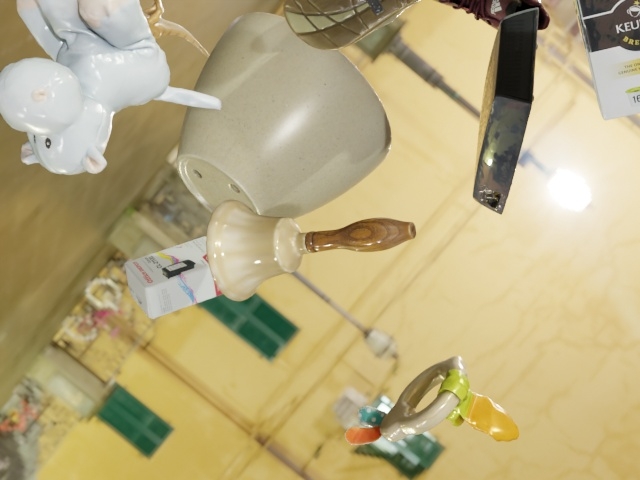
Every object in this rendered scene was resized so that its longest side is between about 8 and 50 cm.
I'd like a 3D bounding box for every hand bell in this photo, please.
[{"bbox_3d":[0.000,0.000,1.254,0.242,0.126,0.126,-7,-153,28],"label":"hand bell"}]

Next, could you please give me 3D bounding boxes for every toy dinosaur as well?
[{"bbox_3d":[-0.277,-0.358,1.770,0.212,0.064,0.112,-14,120,-41],"label":"toy dinosaur"}]

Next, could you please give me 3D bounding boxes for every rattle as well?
[{"bbox_3d":[0.156,0.267,1.525,0.200,0.143,0.130,-42,-149,18],"label":"rattle"}]

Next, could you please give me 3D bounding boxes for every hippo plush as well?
[{"bbox_3d":[-0.340,-0.209,1.444,0.236,0.234,0.294,-59,142,-21],"label":"hippo plush"}]

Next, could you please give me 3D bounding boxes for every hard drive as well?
[{"bbox_3d":[0.240,-0.165,1.393,0.254,0.054,0.172,89,10,-61],"label":"hard drive"}]

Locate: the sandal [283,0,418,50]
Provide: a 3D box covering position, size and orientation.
[{"bbox_3d":[0.045,-0.236,1.018,0.180,0.072,0.049,-20,-169,35],"label":"sandal"}]

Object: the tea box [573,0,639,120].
[{"bbox_3d":[0.408,-0.333,1.070,0.329,0.323,0.220,-11,-158,16],"label":"tea box"}]

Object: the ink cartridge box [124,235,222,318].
[{"bbox_3d":[-0.273,0.070,2.052,0.175,0.072,0.127,-19,-149,-23],"label":"ink cartridge box"}]

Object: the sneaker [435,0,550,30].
[{"bbox_3d":[0.207,-0.359,1.477,0.106,0.281,0.162,-67,-154,23],"label":"sneaker"}]

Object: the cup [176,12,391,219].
[{"bbox_3d":[-0.090,-0.154,1.677,0.237,0.331,0.331,-51,-177,-23],"label":"cup"}]
